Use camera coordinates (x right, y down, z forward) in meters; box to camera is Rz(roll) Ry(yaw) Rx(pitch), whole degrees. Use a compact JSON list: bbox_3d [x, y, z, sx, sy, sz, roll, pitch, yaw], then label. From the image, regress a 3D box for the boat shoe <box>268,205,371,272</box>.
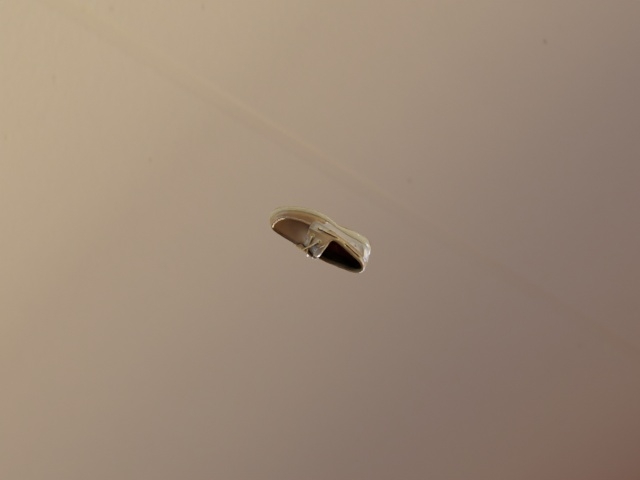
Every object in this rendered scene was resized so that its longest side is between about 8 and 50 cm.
[{"bbox_3d":[0.000,0.000,1.664,0.135,0.045,0.050,20,-46,-14],"label":"boat shoe"}]
